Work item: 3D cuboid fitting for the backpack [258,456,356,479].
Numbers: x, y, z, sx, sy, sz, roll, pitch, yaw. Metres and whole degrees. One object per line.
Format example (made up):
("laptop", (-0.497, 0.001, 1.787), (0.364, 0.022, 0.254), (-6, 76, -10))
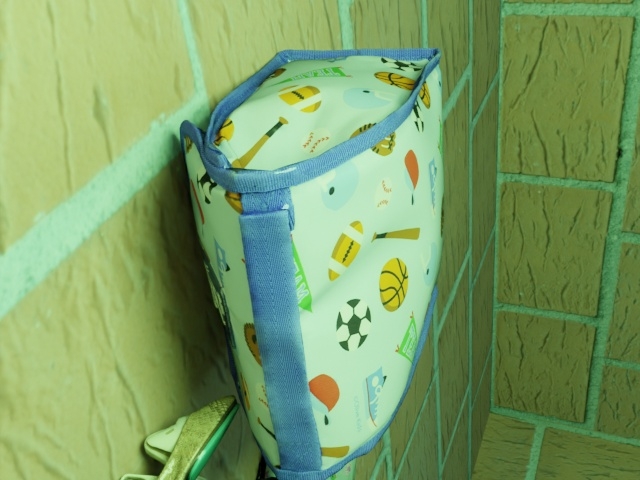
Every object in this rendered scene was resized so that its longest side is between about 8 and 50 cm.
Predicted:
("backpack", (-0.016, 0.312, 0.996), (0.152, 0.115, 0.181), (36, 61, -63))

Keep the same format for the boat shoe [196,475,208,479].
("boat shoe", (-0.100, 0.331, 0.816), (0.277, 0.096, 0.098), (64, 41, -54))

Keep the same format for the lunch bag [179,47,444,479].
("lunch bag", (0.000, 0.000, 0.764), (0.385, 0.239, 0.327), (-65, 152, -58))

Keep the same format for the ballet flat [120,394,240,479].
("ballet flat", (-0.147, 0.221, 0.694), (0.073, 0.067, 0.206), (111, 6, -50))

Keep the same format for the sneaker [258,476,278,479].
("sneaker", (-0.028, 0.303, 0.725), (0.276, 0.098, 0.135), (66, 14, -68))
